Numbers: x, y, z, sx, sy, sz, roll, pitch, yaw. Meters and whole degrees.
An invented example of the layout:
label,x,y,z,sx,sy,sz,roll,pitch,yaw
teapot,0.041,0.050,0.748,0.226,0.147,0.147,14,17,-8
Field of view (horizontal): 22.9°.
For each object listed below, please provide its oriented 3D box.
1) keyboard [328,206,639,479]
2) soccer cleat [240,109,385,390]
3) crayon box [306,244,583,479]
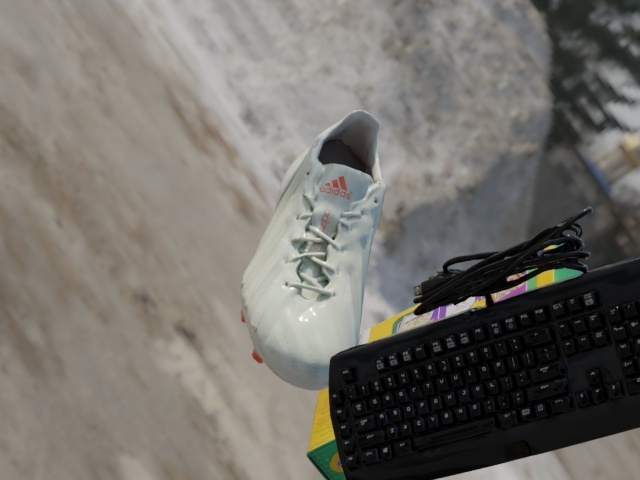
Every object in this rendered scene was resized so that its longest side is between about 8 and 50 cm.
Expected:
label,x,y,z,sx,sy,sz,roll,pitch,yaw
keyboard,0.074,0.049,0.710,0.038,0.192,0.100,12,63,-53
soccer cleat,0.000,0.000,0.870,0.068,0.076,0.196,23,36,-12
crayon box,0.127,0.126,1.514,0.081,0.278,0.165,52,26,-23
